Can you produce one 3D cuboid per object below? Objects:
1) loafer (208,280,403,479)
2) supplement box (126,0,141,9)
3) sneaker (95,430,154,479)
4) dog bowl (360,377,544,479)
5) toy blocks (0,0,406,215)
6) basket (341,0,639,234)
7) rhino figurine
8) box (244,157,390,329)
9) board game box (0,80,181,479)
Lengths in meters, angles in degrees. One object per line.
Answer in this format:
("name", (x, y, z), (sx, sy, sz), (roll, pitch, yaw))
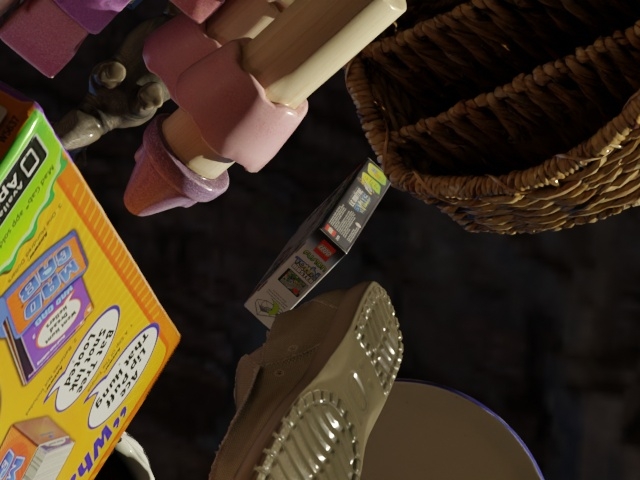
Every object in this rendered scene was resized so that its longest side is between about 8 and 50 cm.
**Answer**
("loafer", (-0.020, 0.127, 1.382), (0.092, 0.102, 0.268), (-11, -155, 29))
("supplement box", (-0.169, -0.246, 1.584), (0.083, 0.083, 0.056), (33, -113, 25))
("sneaker", (-0.229, 0.168, 1.723), (0.232, 0.090, 0.115), (32, 174, -25))
("dog bowl", (0.066, 0.248, 1.671), (0.265, 0.264, 0.104), (1, 175, 2))
("toy blocks", (-0.132, -0.180, 1.107), (0.288, 0.260, 0.309), (40, -156, -20))
("basket", (0.168, -0.145, 1.609), (0.299, 0.223, 0.213), (-20, -128, 34))
("rhino figurine", (-0.175, -0.141, 1.810), (0.243, 0.073, 0.106), (-43, -173, -6))
("box", (0.000, 0.000, 1.906), (0.036, 0.114, 0.207), (43, -155, -4))
("board game box", (-0.339, 0.064, 1.022), (0.356, 0.356, 0.356), (28, -104, 16))
